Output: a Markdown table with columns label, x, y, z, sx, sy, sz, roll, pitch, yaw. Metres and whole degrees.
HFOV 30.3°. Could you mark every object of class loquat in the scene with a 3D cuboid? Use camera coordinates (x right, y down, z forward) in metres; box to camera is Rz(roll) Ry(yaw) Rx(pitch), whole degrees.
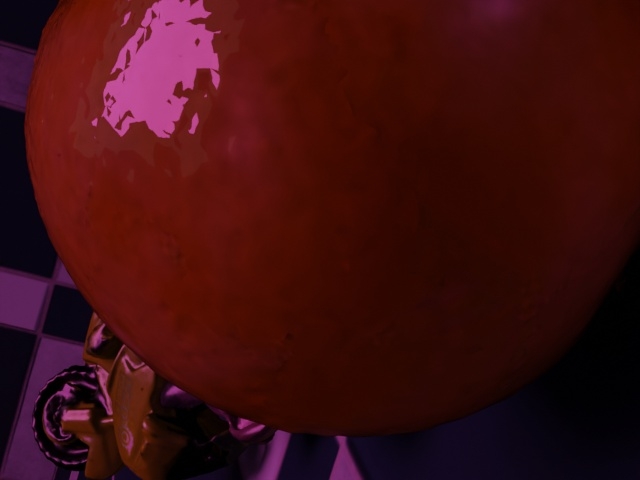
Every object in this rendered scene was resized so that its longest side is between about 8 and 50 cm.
| label | x | y | z | sx | sy | sz | roll | pitch | yaw |
| --- | --- | --- | --- | --- | --- | --- | --- | --- | --- |
| loquat | 0.013 | -0.055 | 0.459 | 0.263 | 0.263 | 0.263 | -165 | 90 | -76 |

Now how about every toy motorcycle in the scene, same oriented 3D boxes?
| label | x | y | z | sx | sy | sz | roll | pitch | yaw |
| --- | --- | --- | --- | --- | --- | --- | --- | --- | --- |
| toy motorcycle | -0.111 | 0.062 | 0.991 | 0.342 | 0.206 | 0.142 | -65 | -19 | 1 |

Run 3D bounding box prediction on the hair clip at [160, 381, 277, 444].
| label | x | y | z | sx | sy | sz | roll | pitch | yaw |
| --- | --- | --- | --- | --- | --- | --- | --- | --- | --- |
| hair clip | -0.034 | 0.060 | 0.857 | 0.146 | 0.056 | 0.187 | 24 | 91 | 53 |
